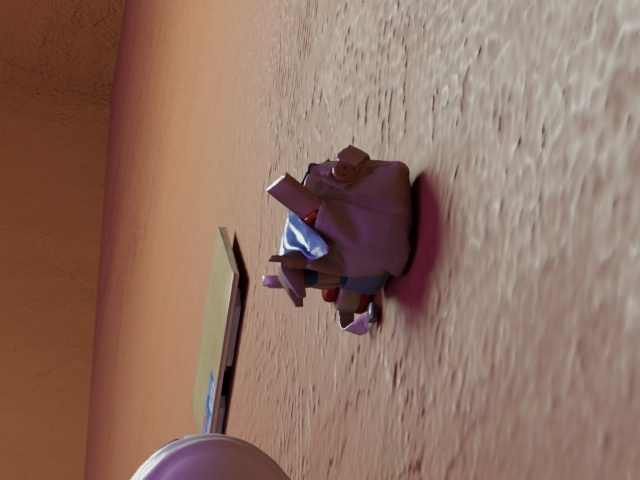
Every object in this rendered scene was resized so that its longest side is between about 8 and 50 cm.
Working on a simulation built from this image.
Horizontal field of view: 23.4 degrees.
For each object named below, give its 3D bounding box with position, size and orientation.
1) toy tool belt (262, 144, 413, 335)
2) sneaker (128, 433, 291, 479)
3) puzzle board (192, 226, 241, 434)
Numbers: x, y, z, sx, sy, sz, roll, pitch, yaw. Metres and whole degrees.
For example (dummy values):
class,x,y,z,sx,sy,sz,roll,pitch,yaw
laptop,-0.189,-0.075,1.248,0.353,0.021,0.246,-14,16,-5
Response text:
class,x,y,z,sx,sy,sz,roll,pitch,yaw
toy tool belt,0.000,0.000,0.556,0.083,0.051,0.052,114,160,-59
sneaker,-0.023,0.178,0.462,0.153,0.094,0.234,158,118,-77
puzzle board,-0.064,0.066,0.975,0.096,0.011,0.128,-118,35,-69
